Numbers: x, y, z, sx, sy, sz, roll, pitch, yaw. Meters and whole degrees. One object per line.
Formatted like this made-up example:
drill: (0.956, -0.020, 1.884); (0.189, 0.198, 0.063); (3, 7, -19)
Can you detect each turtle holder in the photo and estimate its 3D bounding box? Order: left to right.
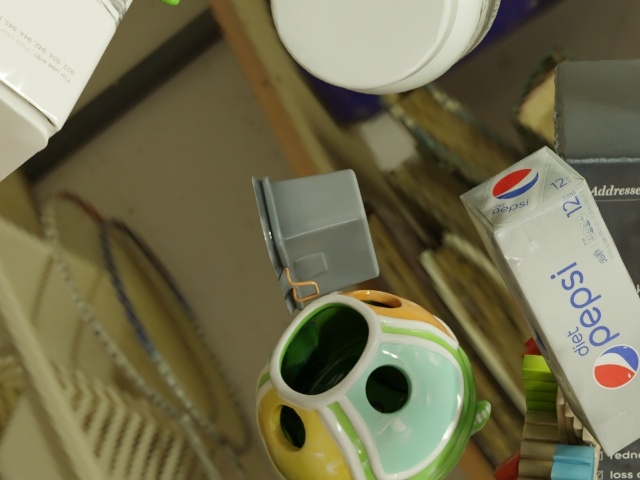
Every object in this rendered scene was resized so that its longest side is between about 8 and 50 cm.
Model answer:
turtle holder: (0.019, 0.195, 1.775); (0.243, 0.320, 0.227); (56, 1, 40)

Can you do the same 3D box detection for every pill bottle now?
pill bottle: (0.071, -0.257, 1.601); (0.204, 0.204, 0.361); (52, 16, -1)

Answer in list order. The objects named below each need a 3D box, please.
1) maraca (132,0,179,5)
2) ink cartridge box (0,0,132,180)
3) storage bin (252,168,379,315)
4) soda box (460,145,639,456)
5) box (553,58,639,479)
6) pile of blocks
maraca: (-0.205, -0.262, 1.475); (0.186, 0.099, 0.127); (12, 34, -16)
ink cartridge box: (-0.227, -0.164, 1.126); (0.115, 0.198, 0.273); (38, 48, -20)
storage bin: (0.000, 0.000, 1.395); (0.135, 0.091, 0.098); (72, 4, -55)
soda box: (0.239, 0.059, 1.454); (0.286, 0.098, 0.091); (59, -1, -29)
box: (0.527, 0.041, 1.896); (0.297, 0.480, 0.471); (-77, 164, -59)
pile of blocks: (0.241, 0.230, 1.685); (0.149, 0.113, 0.362); (47, 48, -70)
